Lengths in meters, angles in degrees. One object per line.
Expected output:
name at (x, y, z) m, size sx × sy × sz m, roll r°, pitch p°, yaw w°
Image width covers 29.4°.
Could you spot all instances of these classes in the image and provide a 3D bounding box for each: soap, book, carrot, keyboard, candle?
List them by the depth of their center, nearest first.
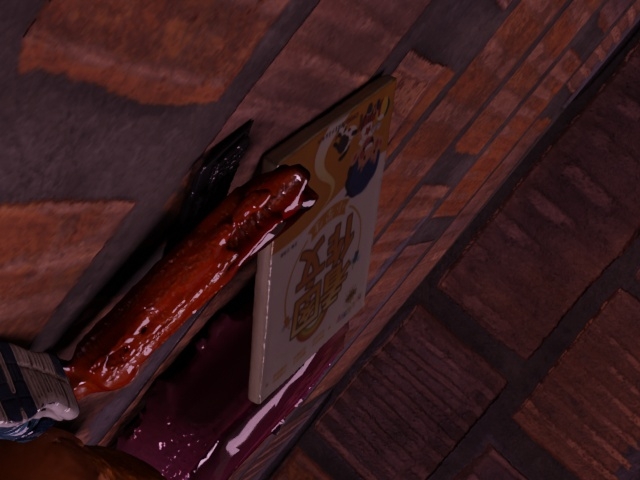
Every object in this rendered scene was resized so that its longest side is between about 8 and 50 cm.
candle at (-0.121, 0.045, 0.984) m, size 0.301 × 0.059 × 0.084 m, roll -43°, pitch 157°, yaw -1°
keyboard at (-0.096, -0.021, 1.025) m, size 0.074 × 0.015 × 0.196 m, roll -42°, pitch 168°, yaw -36°
carrot at (-0.238, 0.248, 1.072) m, size 0.196 × 0.196 × 0.254 m, roll -47°, pitch 158°, yaw -14°
book at (0.000, 0.000, 1.218) m, size 0.208 × 0.020 × 0.295 m, roll -40°, pitch 146°, yaw -44°
soap at (-0.100, 0.178, 1.429) m, size 0.325 × 0.127 × 0.220 m, roll -48°, pitch 171°, yaw -11°

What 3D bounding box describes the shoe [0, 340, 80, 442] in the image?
shoe at (-0.227, 0.113, 0.861) m, size 0.071 × 0.064 × 0.143 m, roll -32°, pitch 166°, yaw 8°
